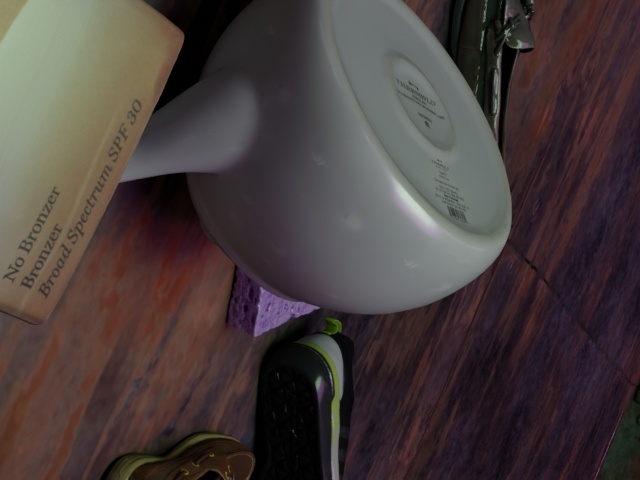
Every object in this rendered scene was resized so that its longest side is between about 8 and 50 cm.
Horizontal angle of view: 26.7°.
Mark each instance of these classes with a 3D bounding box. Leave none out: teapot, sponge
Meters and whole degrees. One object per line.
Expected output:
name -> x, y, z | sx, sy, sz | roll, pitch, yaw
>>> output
teapot -> -0.001, -0.047, 0.923 | 0.256, 0.187, 0.252 | 51, 29, -15
sponge -> 0.000, 0.000, 1.130 | 0.210, 0.031, 0.117 | -19, 125, -57

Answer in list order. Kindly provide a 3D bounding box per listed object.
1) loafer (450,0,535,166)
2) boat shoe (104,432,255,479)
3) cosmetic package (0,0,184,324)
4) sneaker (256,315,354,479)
loafer -> 0.168, -0.170, 1.270 | 0.096, 0.084, 0.268 | -12, 119, -60
boat shoe -> -0.098, 0.193, 1.048 | 0.178, 0.060, 0.064 | -1, 109, -63
cosmetic package -> -0.205, -0.092, 0.498 | 0.296, 0.129, 0.153 | 31, 83, -53
sneaker -> 0.001, 0.180, 1.203 | 0.097, 0.084, 0.235 | -35, 138, -51
